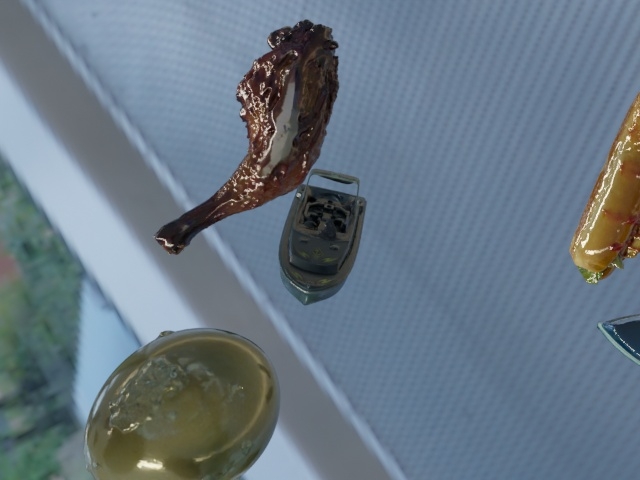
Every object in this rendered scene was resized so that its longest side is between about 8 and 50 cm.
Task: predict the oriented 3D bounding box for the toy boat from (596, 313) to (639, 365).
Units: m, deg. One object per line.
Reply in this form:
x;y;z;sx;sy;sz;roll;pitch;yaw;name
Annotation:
0.442;0.131;1.836;0.299;0.062;0.096;15;92;16;toy boat

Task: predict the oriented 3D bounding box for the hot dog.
0.345;-0.061;1.856;0.076;0.104;0.250;26;107;21;hot dog

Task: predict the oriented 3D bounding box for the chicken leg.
-0.088;-0.130;2.453;0.158;0.407;0.096;33;-173;-4;chicken leg

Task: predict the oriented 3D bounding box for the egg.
-0.132;0.169;1.620;0.164;0.201;0.164;54;179;1;egg

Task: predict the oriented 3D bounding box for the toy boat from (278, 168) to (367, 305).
0.000;0.000;2.013;0.246;0.093;0.103;-75;-3;-60;toy boat
